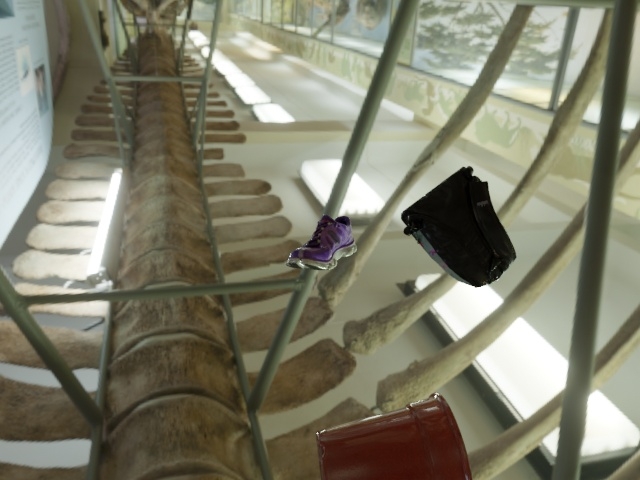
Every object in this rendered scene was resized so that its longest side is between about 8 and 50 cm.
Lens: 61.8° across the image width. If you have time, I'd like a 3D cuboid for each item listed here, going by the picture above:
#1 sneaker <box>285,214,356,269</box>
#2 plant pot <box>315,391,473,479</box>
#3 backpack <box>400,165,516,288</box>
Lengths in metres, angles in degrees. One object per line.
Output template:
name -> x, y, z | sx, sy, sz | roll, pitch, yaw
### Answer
sneaker -> 0.000, 0.000, 0.809 | 0.068, 0.071, 0.170 | 3, -164, 24
plant pot -> 0.133, 0.463, 1.072 | 0.264, 0.273, 0.272 | -7, -155, -5
backpack -> 0.238, -0.012, 0.885 | 0.182, 0.152, 0.115 | 53, -169, 2
